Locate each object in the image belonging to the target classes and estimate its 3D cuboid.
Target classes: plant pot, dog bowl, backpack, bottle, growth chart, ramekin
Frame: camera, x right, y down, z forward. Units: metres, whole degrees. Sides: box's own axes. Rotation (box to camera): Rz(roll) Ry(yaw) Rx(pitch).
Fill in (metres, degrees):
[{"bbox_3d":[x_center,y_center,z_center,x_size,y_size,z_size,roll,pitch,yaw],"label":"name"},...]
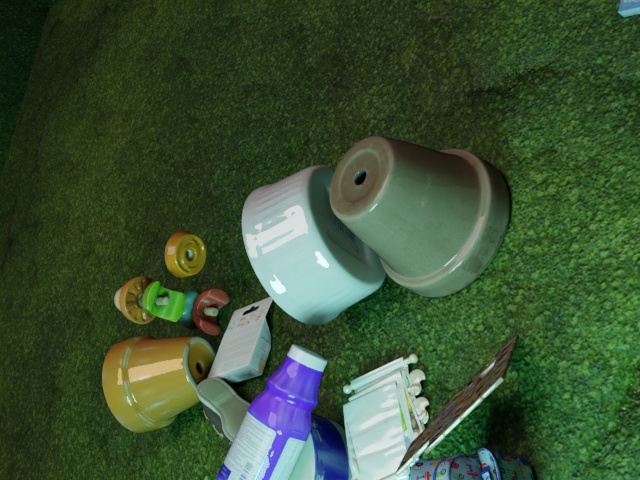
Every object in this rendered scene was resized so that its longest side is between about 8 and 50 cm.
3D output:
[{"bbox_3d":[-0.324,0.288,1.983,0.187,0.205,0.205,-20,53,26],"label":"plant pot"},{"bbox_3d":[-0.058,0.426,1.623,0.265,0.104,0.265,-29,48,39],"label":"dog bowl"},{"bbox_3d":[0.206,0.359,1.270,0.117,0.173,0.158,-35,44,34],"label":"backpack"},{"bbox_3d":[-0.076,0.313,1.543,0.118,0.092,0.283,22,87,54],"label":"bottle"},{"bbox_3d":[0.145,-0.060,1.555,0.263,0.229,0.263,-28,50,40],"label":"plant pot"},{"bbox_3d":[0.107,0.310,1.532,0.171,0.021,0.237,-21,53,27],"label":"growth chart"},{"bbox_3d":[0.000,0.000,1.673,0.135,0.277,0.277,-28,49,28],"label":"ramekin"}]

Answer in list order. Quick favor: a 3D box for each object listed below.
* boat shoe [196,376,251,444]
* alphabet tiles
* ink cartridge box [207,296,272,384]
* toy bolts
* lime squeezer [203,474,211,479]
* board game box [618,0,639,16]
[{"bbox_3d":[-0.167,0.357,1.838,0.081,0.069,0.227,-26,39,-22],"label":"boat shoe"},{"bbox_3d":[0.199,0.248,1.372,0.237,0.009,0.198,-50,-6,20],"label":"alphabet tiles"},{"bbox_3d":[-0.154,0.212,1.946,0.145,0.045,0.179,-24,34,43],"label":"ink cartridge box"},{"bbox_3d":[-0.323,0.103,2.050,0.158,0.228,0.218,1,64,41],"label":"toy bolts"},{"bbox_3d":[-0.314,0.614,1.877,0.310,0.058,0.110,-52,38,18],"label":"lime squeezer"},{"bbox_3d":[0.518,-0.402,1.465,0.090,0.020,0.090,-1,70,51],"label":"board game box"}]
